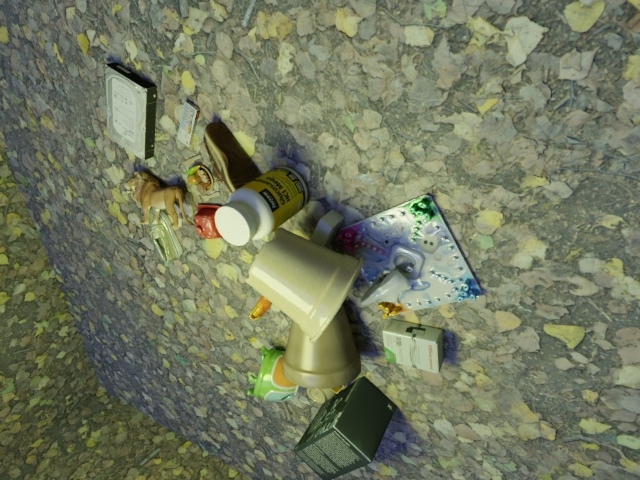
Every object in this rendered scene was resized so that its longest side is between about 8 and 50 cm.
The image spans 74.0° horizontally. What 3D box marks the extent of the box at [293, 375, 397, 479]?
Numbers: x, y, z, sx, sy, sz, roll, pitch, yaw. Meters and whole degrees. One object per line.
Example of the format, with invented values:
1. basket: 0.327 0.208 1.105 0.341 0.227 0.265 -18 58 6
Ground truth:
1. box: 0.106 0.844 1.893 0.212 0.293 0.395 42 131 4

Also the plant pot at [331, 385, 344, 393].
1. plant pot: 0.077 0.620 1.915 0.081 0.083 0.081 37 132 9

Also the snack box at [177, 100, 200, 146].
1. snack box: -0.527 -0.462 1.690 0.064 0.022 0.178 39 132 8

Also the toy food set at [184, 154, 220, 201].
1. toy food set: -0.509 -0.257 1.793 0.132 0.038 0.192 -13 109 38

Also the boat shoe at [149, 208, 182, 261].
1. boat shoe: -0.776 -0.038 2.066 0.109 0.094 0.302 -12 110 38

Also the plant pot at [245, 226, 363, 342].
1. plant pot: -0.070 0.122 1.440 0.305 0.334 0.334 32 131 -1

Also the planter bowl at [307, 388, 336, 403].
1. planter bowl: 0.003 0.689 1.989 0.162 0.109 0.162 17 126 25

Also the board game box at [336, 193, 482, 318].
1. board game box: 0.289 0.080 1.467 0.390 0.050 0.390 -22 104 40

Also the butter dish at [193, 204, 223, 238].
1. butter dish: -0.494 -0.064 1.849 0.160 0.118 0.160 4 119 30

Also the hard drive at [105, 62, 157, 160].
1. hard drive: -0.807 -0.540 1.802 0.237 0.064 0.339 33 131 13

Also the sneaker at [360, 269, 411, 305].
1. sneaker: 0.228 0.192 1.497 0.094 0.080 0.212 40 132 -9

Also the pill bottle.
1. pill bottle: -0.202 -0.120 1.477 0.188 0.334 0.188 16 125 24

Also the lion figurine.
1. lion figurine: -0.705 -0.185 1.893 0.392 0.142 0.240 6 94 25

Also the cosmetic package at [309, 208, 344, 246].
1. cosmetic package: 0.000 0.000 1.576 0.060 0.099 0.239 36 130 9

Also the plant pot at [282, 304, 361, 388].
1. plant pot: 0.002 0.388 1.705 0.323 0.323 0.280 6 104 30

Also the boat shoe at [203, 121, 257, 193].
1. boat shoe: -0.351 -0.276 1.623 0.123 0.123 0.342 -31 90 51

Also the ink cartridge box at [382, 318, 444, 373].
1. ink cartridge box: 0.350 0.394 1.594 0.208 0.087 0.153 8 121 31

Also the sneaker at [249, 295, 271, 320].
1. sneaker: -0.279 0.317 1.976 0.064 0.067 0.175 38 130 10

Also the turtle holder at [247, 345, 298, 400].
1. turtle holder: -0.212 0.676 2.040 0.227 0.243 0.320 17 118 4

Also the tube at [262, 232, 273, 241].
1. tube: -0.295 -0.054 1.767 0.240 0.062 0.070 21 87 28
